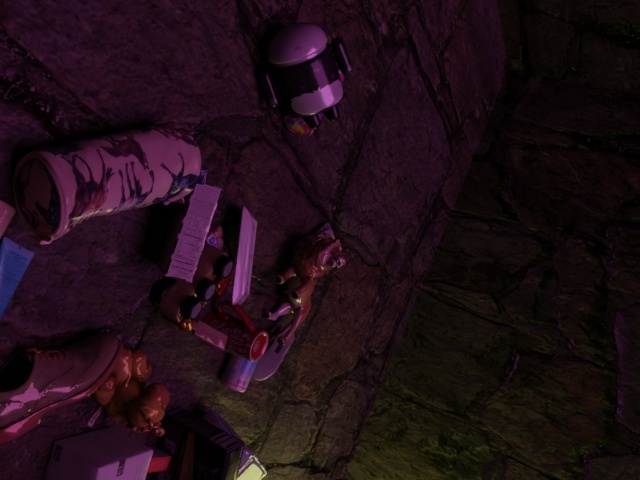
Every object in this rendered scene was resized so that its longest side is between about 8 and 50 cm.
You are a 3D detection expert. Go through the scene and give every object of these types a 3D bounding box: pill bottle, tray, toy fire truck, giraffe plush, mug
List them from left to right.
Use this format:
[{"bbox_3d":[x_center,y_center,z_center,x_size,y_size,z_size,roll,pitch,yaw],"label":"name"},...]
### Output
[{"bbox_3d":[-0.440,0.380,1.606,0.210,0.171,0.181,-67,154,-8],"label":"giraffe plush"},{"bbox_3d":[-0.305,0.163,1.778,0.217,0.159,0.246,-56,162,-30],"label":"toy fire truck"},{"bbox_3d":[-0.246,0.263,1.912,0.113,0.169,0.150,-53,149,-32],"label":"mug"},{"bbox_3d":[-0.244,0.384,2.092,0.160,0.087,0.087,-67,154,-9],"label":"pill bottle"},{"bbox_3d":[-0.209,0.046,1.879,0.145,0.030,0.270,73,23,-85],"label":"tray"}]

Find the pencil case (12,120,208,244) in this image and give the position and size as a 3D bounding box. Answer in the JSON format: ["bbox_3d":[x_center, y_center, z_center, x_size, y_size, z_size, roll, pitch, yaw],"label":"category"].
[{"bbox_3d":[-0.411,-0.121,1.338,0.410,0.160,0.183,-29,112,-55],"label":"pencil case"}]

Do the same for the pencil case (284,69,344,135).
[{"bbox_3d":[-0.018,-0.418,1.991,0.236,0.104,0.104,-62,153,-23],"label":"pencil case"}]

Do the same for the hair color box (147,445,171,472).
[{"bbox_3d":[-0.471,0.587,1.798,0.141,0.072,0.043,33,78,-63],"label":"hair color box"}]

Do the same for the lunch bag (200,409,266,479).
[{"bbox_3d":[-0.282,0.638,2.035,0.108,0.224,0.279,-42,149,-18],"label":"lunch bag"}]

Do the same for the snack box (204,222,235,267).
[{"bbox_3d":[-0.281,0.033,1.858,0.064,0.022,0.178,-53,149,-31],"label":"snack box"}]

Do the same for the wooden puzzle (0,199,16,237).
[{"bbox_3d":[-0.635,0.001,1.111,0.220,0.044,0.238,-66,154,-12],"label":"wooden puzzle"}]

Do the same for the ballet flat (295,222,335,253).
[{"bbox_3d":[0.000,0.000,2.327,0.221,0.079,0.076,-32,131,-54],"label":"ballet flat"}]

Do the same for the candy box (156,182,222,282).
[{"bbox_3d":[-0.313,-0.029,1.595,0.071,0.159,0.233,19,91,-21],"label":"candy box"}]

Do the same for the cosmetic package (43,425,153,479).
[{"bbox_3d":[-0.523,0.548,1.575,0.184,0.152,0.151,5,102,-64],"label":"cosmetic package"}]

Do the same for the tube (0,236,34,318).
[{"bbox_3d":[-0.603,0.102,1.245,0.080,0.052,0.207,56,51,-65],"label":"tube"}]

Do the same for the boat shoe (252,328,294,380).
[{"bbox_3d":[-0.161,0.398,2.277,0.219,0.078,0.070,-49,169,-37],"label":"boat shoe"}]

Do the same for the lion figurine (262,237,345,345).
[{"bbox_3d":[-0.064,0.167,2.230,0.240,0.142,0.392,-36,160,-49],"label":"lion figurine"}]

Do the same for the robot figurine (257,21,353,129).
[{"bbox_3d":[-0.037,-0.447,1.815,0.209,0.174,0.278,-48,130,-36],"label":"robot figurine"}]

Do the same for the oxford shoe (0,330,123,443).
[{"bbox_3d":[-0.549,0.267,1.376,0.348,0.123,0.130,-39,134,-50],"label":"oxford shoe"}]

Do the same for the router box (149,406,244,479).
[{"bbox_3d":[-0.355,0.660,1.876,0.081,0.243,0.308,-7,113,-59],"label":"router box"}]
